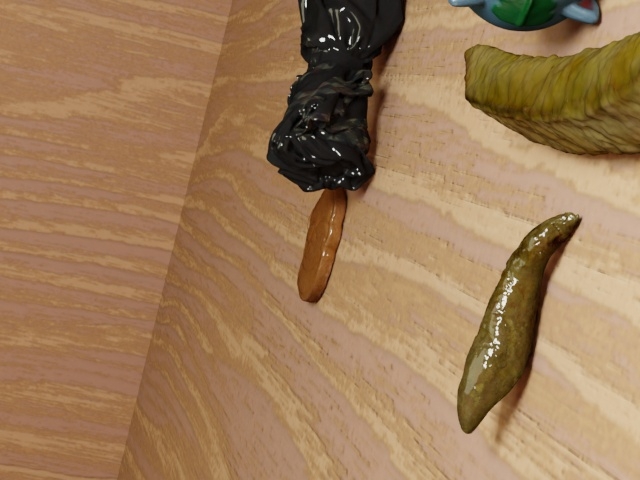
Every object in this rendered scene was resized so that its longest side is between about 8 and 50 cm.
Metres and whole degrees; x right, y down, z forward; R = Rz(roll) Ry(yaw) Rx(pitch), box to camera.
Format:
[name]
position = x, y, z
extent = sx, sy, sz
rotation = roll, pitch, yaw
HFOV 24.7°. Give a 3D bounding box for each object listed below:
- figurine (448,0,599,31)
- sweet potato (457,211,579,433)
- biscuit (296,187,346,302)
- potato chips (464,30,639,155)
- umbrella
[figurine]
position = 0.140, -0.222, 0.956
extent = 0.178, 0.114, 0.144
rotation = -80, 11, -55
[sweet potato]
position = 0.120, 0.049, 0.908
extent = 0.041, 0.038, 0.153
rotation = 32, 101, 54
[biscuit]
position = 0.000, 0.000, 1.516
extent = 0.102, 0.019, 0.130
rotation = -149, 73, -76
[potato chips]
position = 0.158, -0.091, 0.828
extent = 0.407, 0.057, 0.080
rotation = -177, 106, -77
[umbrella]
position = 0.021, -0.179, 1.432
extent = 0.122, 0.110, 0.272
rotation = 126, 159, -61
